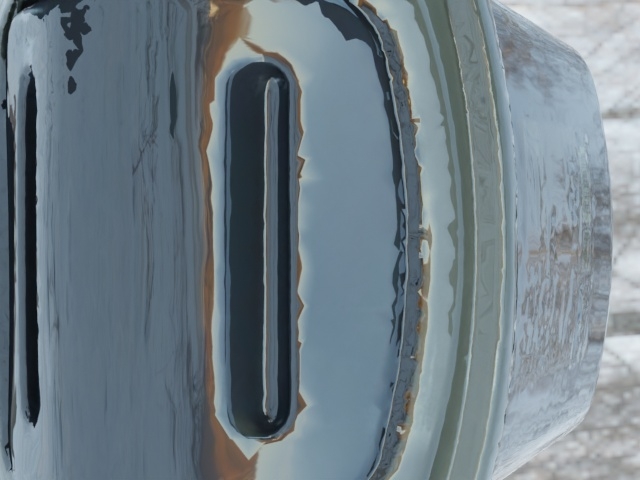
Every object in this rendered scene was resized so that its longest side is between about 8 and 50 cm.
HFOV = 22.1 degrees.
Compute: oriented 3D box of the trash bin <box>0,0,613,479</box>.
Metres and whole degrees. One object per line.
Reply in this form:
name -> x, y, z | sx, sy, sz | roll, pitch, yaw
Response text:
trash bin -> 0.000, 0.000, 0.574 | 0.182, 0.290, 0.209 | -1, -90, 23
